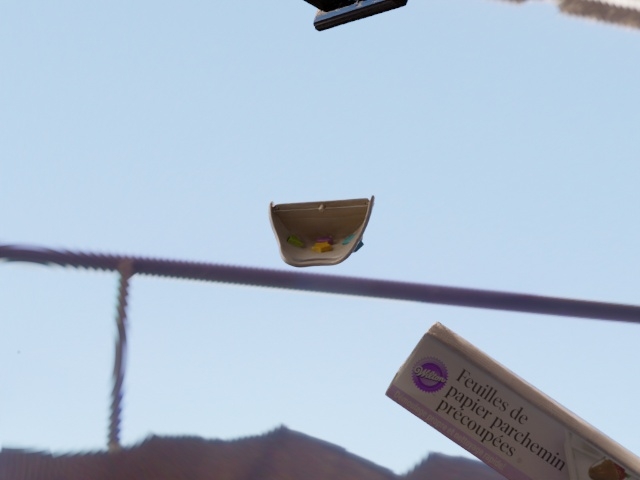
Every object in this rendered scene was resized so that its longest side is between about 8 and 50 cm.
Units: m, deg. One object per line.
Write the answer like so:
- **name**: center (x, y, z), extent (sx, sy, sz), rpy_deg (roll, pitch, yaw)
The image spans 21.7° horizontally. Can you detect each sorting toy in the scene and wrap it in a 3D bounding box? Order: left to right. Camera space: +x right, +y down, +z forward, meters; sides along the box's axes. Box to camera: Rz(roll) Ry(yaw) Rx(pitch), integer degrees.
- **sorting toy**: center (0.000, 0.000, 1.283), extent (0.083, 0.075, 0.045), rpy_deg (-3, -66, 8)

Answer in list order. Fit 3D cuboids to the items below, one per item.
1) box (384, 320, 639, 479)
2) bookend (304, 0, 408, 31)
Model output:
- **box**: center (0.204, 0.182, 1.325), extent (0.324, 0.067, 0.063), rpy_deg (34, -78, 6)
- **bookend**: center (-0.017, -0.248, 1.372), extent (0.157, 0.156, 0.072), rpy_deg (27, -103, -24)
